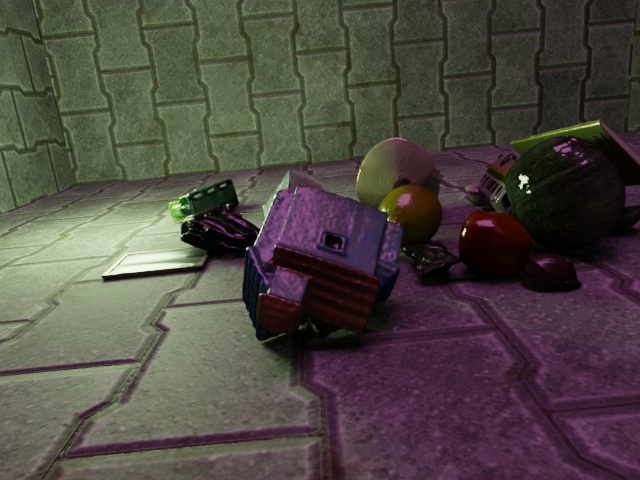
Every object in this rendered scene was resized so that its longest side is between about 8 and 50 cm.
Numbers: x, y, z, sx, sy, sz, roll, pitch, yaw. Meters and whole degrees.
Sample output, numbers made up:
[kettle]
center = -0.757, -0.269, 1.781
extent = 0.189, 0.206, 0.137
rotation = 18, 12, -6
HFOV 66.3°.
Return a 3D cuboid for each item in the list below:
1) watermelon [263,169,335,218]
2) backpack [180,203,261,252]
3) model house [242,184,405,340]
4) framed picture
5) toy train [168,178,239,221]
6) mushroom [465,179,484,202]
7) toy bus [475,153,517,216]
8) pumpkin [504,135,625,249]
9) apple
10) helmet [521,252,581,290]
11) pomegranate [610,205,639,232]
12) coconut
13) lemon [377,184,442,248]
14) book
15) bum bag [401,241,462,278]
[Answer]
[watermelon]
center = -0.051, -0.145, 1.715
extent = 0.290, 0.213, 0.320
rotation = -6, 5, -10
[backpack]
center = -0.301, -0.029, 1.549
extent = 0.258, 0.133, 0.206
rotation = 21, 23, 22
[model house]
center = -0.011, 0.095, 0.942
extent = 0.295, 0.251, 0.329
rotation = 18, 41, -1
[framed picture]
center = -0.484, 0.062, 1.493
extent = 0.290, 0.016, 0.213
rotation = -6, 16, -2
[toy train]
center = -0.495, -0.158, 2.076
extent = 0.178, 0.138, 0.330
rotation = -7, 16, 30
[mushroom]
center = 0.648, -0.190, 1.872
extent = 0.213, 0.088, 0.097
rotation = -7, -17, -27
[toy bus]
center = 0.635, -0.174, 1.636
extent = 0.179, 0.143, 0.305
rotation = -47, 8, 16
[pumpkin]
center = 0.630, -0.122, 1.286
extent = 0.258, 0.291, 0.328
rotation = -28, -9, 19
[apple]
center = 0.406, 0.010, 1.141
extent = 0.158, 0.155, 0.147
rotation = 14, 32, 22
[helmet]
center = 0.503, 0.063, 1.067
extent = 0.123, 0.070, 0.098
rotation = -7, 16, 0
[pomegranate]
center = 0.806, -0.089, 1.381
extent = 0.169, 0.122, 0.143
rotation = 37, 19, 5
[coconut]
center = 0.271, -0.215, 1.724
extent = 0.323, 0.322, 0.323
rotation = -5, 16, 1
[lemon]
center = 0.247, -0.066, 1.396
extent = 0.184, 0.183, 0.248
rotation = 6, 15, 34
[book]
center = 0.739, -0.236, 1.409
extent = 0.035, 0.239, 0.352
rotation = -54, 15, -7
[bum bag]
center = 0.276, 0.039, 1.229
extent = 0.102, 0.069, 0.248
rotation = -27, 14, 5
